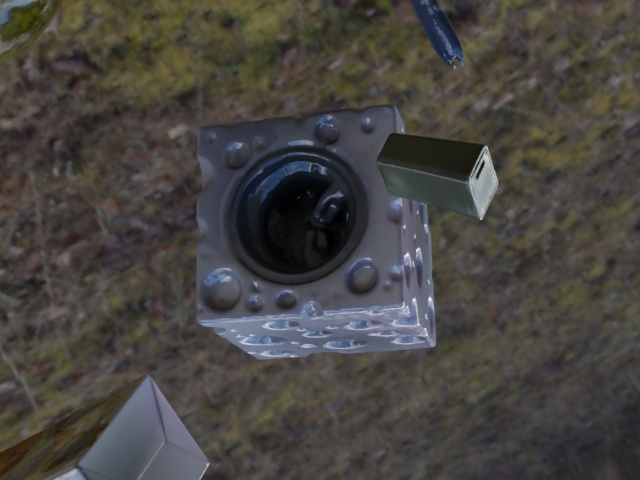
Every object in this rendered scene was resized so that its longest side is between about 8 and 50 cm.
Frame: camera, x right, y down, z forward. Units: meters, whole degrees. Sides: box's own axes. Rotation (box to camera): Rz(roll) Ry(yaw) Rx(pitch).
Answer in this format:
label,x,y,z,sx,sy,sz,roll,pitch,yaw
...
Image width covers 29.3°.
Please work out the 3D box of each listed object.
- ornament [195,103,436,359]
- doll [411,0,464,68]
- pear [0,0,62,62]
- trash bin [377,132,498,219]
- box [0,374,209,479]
label,x,y,z,sx,sy,sz,roll,pitch,yaw
ornament,0.000,0.000,1.470,0.239,0.239,0.240,-5,163,13
doll,0.118,-0.238,1.283,0.027,0.125,0.037,-32,-171,-29
pear,-0.374,-0.295,1.164,0.284,0.283,0.283,-26,158,-12
trash bin,0.102,-0.060,1.066,0.043,0.092,0.061,-60,148,-24
box,-0.330,0.325,1.441,0.341,0.143,0.225,-27,-168,22
